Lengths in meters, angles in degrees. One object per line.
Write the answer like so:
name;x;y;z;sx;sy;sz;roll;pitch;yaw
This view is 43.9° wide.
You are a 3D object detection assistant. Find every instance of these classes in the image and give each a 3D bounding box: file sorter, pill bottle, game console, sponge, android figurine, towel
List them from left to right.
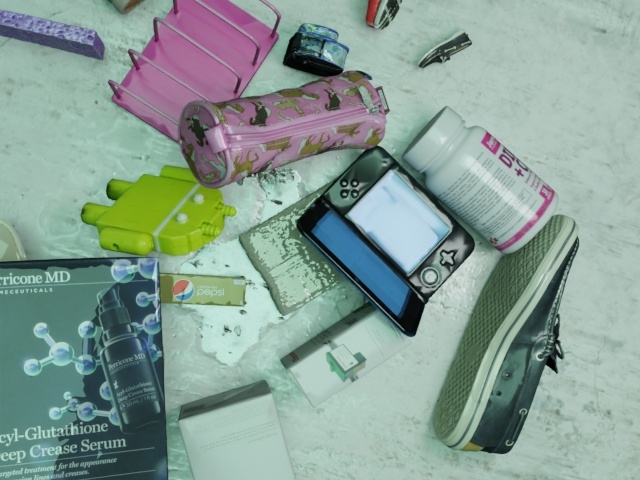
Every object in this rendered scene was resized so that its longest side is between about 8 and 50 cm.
sponge;-0.513;-0.384;1.468;0.210;0.117;0.031;11;89;-7
android figurine;-0.288;-0.052;1.440;0.273;0.248;0.056;11;130;20
file sorter;-0.231;-0.341;1.470;0.202;0.182;0.290;33;84;-6
towel;0.000;0.000;1.558;0.282;0.049;0.187;-30;90;-8
game console;0.132;-0.008;1.465;0.293;0.173;0.250;45;83;-4
pill bottle;0.307;-0.120;1.544;0.283;0.160;0.160;40;84;-5

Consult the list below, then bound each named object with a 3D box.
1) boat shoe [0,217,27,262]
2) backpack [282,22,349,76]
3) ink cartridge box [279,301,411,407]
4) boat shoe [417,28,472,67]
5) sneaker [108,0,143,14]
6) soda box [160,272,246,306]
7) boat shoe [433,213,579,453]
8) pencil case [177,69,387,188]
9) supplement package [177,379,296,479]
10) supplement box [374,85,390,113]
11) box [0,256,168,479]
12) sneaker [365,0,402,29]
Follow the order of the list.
boat shoe;-0.568;0.120;1.456;0.117;0.097;0.324;-17;92;-23
backpack;-0.003;-0.369;1.541;0.114;0.105;0.084;16;87;-12
ink cartridge box;0.043;0.211;1.501;0.219;0.160;0.092;-33;92;-6
boat shoe;0.252;-0.381;1.605;0.125;0.046;0.038;-35;88;-15
sneaker;-0.308;-0.573;1.505;0.302;0.108;0.121;-44;98;-5
soda box;-0.234;0.094;1.517;0.182;0.061;0.058;4;88;-8
boat shoe;0.388;0.188;1.542;0.156;0.187;0.499;24;90;-11
pencil case;-0.062;-0.201;1.409;0.386;0.167;0.160;-19;61;-35
supplement package;-0.139;0.431;1.461;0.176;0.177;0.292;-16;90;-8
supplement box;0.102;-0.264;1.561;0.043;0.083;0.054;-19;91;-9
box;-0.423;0.227;1.339;0.294;0.212;0.395;-3;89;-20
sneaker;0.112;-0.553;1.580;0.119;0.107;0.278;8;84;11
